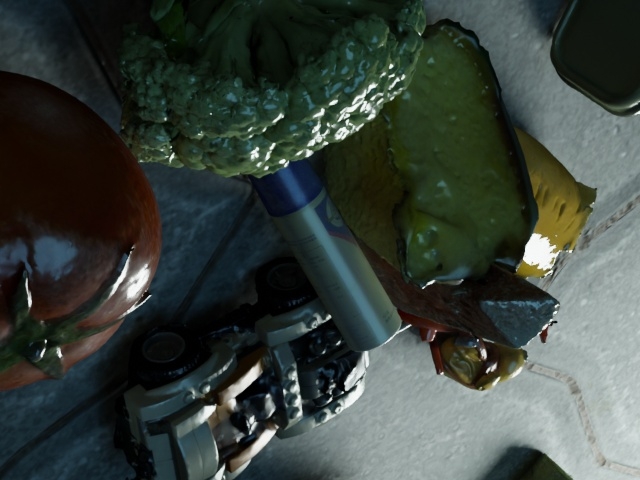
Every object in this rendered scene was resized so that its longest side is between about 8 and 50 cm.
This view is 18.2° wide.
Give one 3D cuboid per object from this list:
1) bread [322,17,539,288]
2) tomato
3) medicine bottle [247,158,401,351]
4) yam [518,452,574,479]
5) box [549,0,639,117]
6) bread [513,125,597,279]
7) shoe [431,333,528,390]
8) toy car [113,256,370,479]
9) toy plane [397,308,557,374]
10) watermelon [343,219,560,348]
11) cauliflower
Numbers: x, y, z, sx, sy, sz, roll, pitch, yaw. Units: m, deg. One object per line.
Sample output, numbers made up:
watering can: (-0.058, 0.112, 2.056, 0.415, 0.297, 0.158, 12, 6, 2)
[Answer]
bread: (0.090, -0.070, 1.913, 0.174, 0.133, 0.251, -17, 88, -36)
tomato: (-0.264, -0.011, 1.558, 0.265, 0.265, 0.265, -24, 135, -26)
medicine bottle: (0.000, 0.000, 1.879, 0.059, 0.059, 0.231, -36, 116, -13)
yam: (0.242, 0.342, 2.444, 0.169, 0.068, 0.068, -47, 141, 1)
box: (0.371, -0.255, 2.018, 0.178, 0.138, 0.274, 3, 120, -49)
bread: (0.201, -0.038, 2.075, 0.134, 0.085, 0.173, -54, 141, 7)
shoe: (0.177, 0.132, 2.204, 0.109, 0.072, 0.069, 33, 129, -28)
toy car: (-0.065, 0.135, 1.960, 0.301, 0.118, 0.193, -27, 134, -25)
toy plane: (0.165, 0.091, 2.123, 0.194, 0.077, 0.126, 29, 81, -24)
watermelon: (0.125, 0.033, 1.951, 0.094, 0.241, 0.154, -56, 140, -7)
cauliflower: (-0.061, -0.185, 1.658, 0.272, 0.275, 0.250, -22, 102, 14)
